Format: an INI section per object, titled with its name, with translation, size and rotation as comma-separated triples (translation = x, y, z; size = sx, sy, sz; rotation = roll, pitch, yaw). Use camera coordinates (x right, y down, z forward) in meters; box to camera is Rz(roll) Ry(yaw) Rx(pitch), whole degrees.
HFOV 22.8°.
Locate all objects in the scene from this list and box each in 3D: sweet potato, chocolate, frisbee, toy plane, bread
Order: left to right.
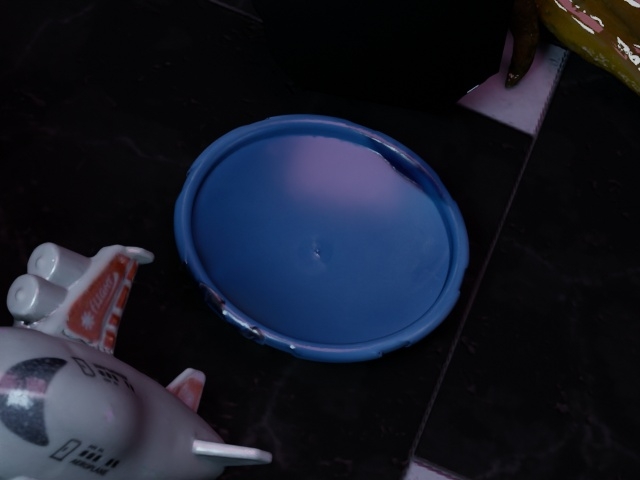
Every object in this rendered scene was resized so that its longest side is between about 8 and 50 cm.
[toy plane]
translation = -0.154, 0.124, 1.063
size = 0.252, 0.118, 0.252
rotation = 10, 77, -47
[frisbee]
translation = 0.000, 0.000, 1.280
size = 0.242, 0.045, 0.242
rotation = 7, 54, -10
[chocolate]
translation = 0.055, -0.244, 1.401
size = 0.224, 0.206, 0.177
rotation = 10, 20, -1
[sweet potato]
translation = 0.173, -0.209, 1.414
size = 0.041, 0.153, 0.038
rotation = -18, 35, -5
[bread]
translation = 0.254, -0.251, 1.491
size = 0.380, 0.109, 0.185
rotation = 36, 41, 10
